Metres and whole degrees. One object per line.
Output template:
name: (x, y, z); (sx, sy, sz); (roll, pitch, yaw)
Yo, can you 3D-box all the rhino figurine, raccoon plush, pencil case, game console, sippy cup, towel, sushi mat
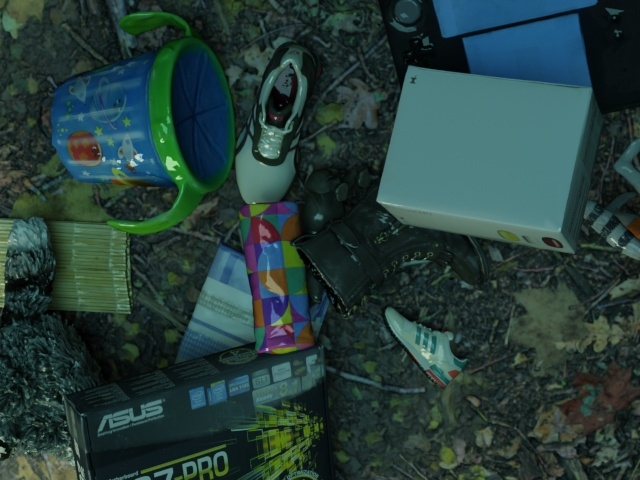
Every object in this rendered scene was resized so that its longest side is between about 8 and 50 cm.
rhino figurine: (0.000, 0.000, 1.870); (0.073, 0.106, 0.243); (12, 93, -38)
raccoon plush: (-0.366, 0.203, 1.912); (0.299, 0.216, 0.446); (7, 108, -1)
pencil case: (-0.065, 0.052, 1.814); (0.104, 0.104, 0.236); (-7, 83, 9)
game console: (0.287, -0.324, 1.756); (0.386, 0.060, 0.342); (-10, 108, 16)
sippy cup: (-0.275, -0.179, 1.830); (0.224, 0.305, 0.240); (-4, 129, 20)
towel: (-0.117, 0.169, 1.965); (0.209, 0.034, 0.285); (21, 101, 5)
sushi mat: (-0.464, 0.040, 1.992); (0.316, 0.019, 0.151); (3, 103, 8)

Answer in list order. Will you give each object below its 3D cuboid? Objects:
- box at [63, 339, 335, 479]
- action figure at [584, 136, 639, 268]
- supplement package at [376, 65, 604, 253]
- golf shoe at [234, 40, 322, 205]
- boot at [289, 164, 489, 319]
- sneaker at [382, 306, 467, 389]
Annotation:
box: (-0.172, 0.337, 1.852); (0.395, 0.097, 0.318); (-13, 109, -25)
action figure: (0.488, 0.064, 1.735); (0.178, 0.341, 0.330); (-16, 65, -14)
supplement package: (0.238, -0.112, 1.686); (0.261, 0.145, 0.204); (10, 81, 22)
golf shoe: (-0.077, -0.169, 1.848); (0.105, 0.120, 0.273); (15, 104, 3)
boot: (0.104, 0.032, 1.818); (0.263, 0.091, 0.229); (46, 72, -9)
sneaker: (0.167, 0.155, 1.919); (0.075, 0.057, 0.161); (-40, 92, -4)
